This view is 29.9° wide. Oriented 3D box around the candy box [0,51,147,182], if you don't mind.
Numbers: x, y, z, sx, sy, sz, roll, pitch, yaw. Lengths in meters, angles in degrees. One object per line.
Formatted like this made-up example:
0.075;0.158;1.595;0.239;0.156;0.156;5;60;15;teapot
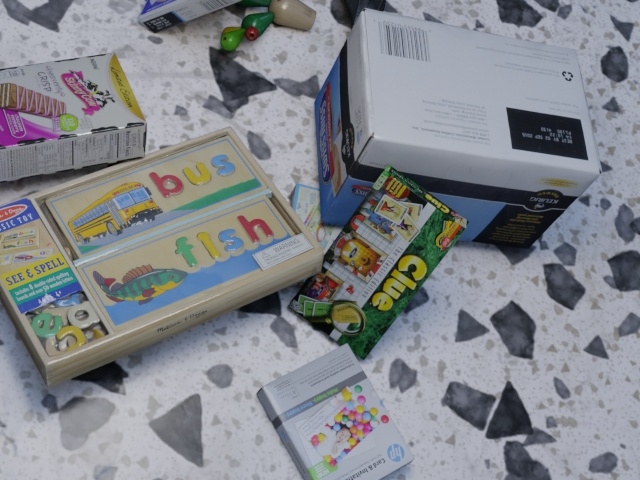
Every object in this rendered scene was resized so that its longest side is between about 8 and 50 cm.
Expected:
-0.374;-0.172;1.657;0.233;0.071;0.159;-12;52;-22;candy box

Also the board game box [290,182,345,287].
0.000;0.000;1.747;0.103;0.026;0.154;14;64;-11;board game box

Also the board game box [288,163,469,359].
0.076;0.034;1.642;0.136;0.260;0.030;34;28;-1;board game box

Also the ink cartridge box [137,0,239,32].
-0.163;-0.421;1.788;0.045;0.206;0.208;38;59;-35;ink cartridge box

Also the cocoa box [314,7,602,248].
0.187;-0.152;1.742;0.347;0.228;0.231;7;58;-17;cocoa box

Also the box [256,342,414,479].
0.020;0.254;1.637;0.145;0.038;0.186;-24;77;-24;box

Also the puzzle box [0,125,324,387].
-0.235;0.006;1.614;0.409;0.052;0.272;-23;56;-24;puzzle box

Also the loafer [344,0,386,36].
0.066;-0.391;1.915;0.078;0.076;0.223;17;59;-4;loafer

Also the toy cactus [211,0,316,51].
-0.089;-0.382;1.855;0.180;0.112;0.219;19;54;-19;toy cactus
